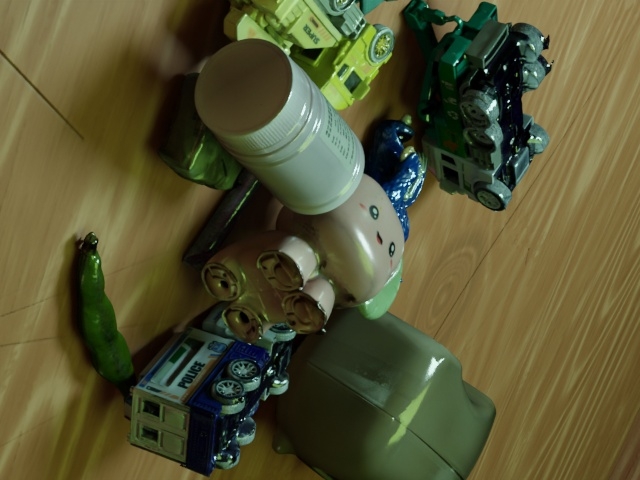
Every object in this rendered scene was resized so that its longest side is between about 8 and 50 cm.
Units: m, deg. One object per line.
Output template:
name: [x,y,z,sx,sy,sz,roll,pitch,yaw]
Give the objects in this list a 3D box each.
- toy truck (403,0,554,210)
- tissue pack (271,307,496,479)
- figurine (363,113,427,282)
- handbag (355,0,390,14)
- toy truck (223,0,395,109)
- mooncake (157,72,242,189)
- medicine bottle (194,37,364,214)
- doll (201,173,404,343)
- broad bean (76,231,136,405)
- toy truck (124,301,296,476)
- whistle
toy truck: [0.233,-0.206,2.136,0.176,0.178,0.363,-53,150,-23]
tissue pack: [0.099,0.285,2.278,0.277,0.267,0.387,-58,151,-9]
figurine: [0.081,-0.059,2.119,0.164,0.121,0.262,57,46,-73]
handbag: [0.133,-0.455,1.855,0.269,0.100,0.274,-38,142,-33]
toy truck: [-0.026,-0.261,1.769,0.157,0.124,0.272,-56,149,-6]
mooncake: [-0.138,-0.134,1.764,0.125,0.073,0.130,25,87,-63]
medicine bottle: [-0.045,-0.131,1.717,0.133,0.133,0.250,-57,152,-4]
doll: [0.000,0.000,1.930,0.268,0.216,0.284,-49,120,-47]
broad bean: [-0.276,0.110,1.808,0.060,0.043,0.297,-48,148,-33]
toy truck: [-0.142,0.184,1.950,0.268,0.155,0.124,-52,156,-54]
whistle: [-0.123,-0.036,1.912,0.176,0.033,0.033,-56,149,-5]
